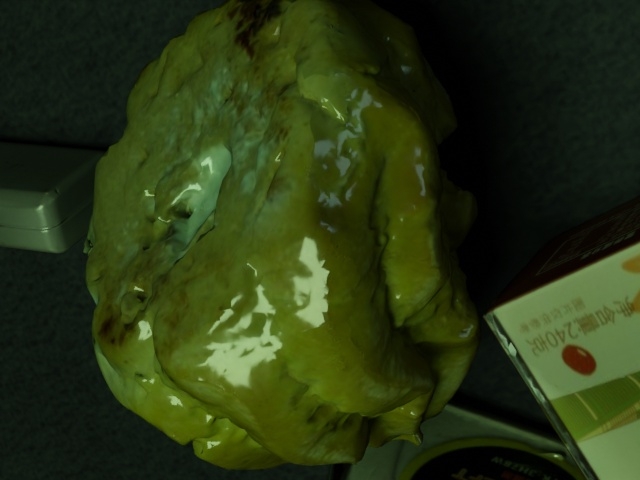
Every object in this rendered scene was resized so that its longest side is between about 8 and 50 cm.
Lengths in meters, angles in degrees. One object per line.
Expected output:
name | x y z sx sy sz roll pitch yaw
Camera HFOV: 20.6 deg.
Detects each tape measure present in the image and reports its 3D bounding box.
tape measure | 0.093 0.230 1.284 0.271 0.231 0.133 20 125 21

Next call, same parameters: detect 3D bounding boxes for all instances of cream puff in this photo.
cream puff | 0.000 -0.002 1.219 0.257 0.324 0.291 28 125 -35

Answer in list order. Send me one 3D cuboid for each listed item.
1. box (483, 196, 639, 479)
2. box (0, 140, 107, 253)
box | 0.354 0.099 1.121 0.385 0.122 0.344 -28 97 39
box | -0.288 -0.042 1.459 0.244 0.103 0.055 6 122 30
